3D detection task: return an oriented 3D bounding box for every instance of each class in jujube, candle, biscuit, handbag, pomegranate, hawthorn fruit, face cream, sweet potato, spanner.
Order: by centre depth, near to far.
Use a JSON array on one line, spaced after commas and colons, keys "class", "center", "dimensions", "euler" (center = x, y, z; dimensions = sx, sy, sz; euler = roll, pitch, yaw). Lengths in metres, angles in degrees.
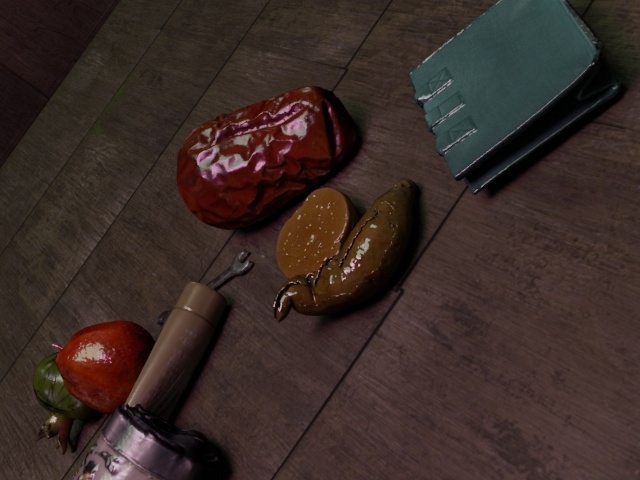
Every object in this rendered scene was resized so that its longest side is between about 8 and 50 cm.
[{"class": "handbag", "center": [0.282, -0.230, 1.360], "dimensions": [0.274, 0.100, 0.268], "euler": [-40, 40, 19]}, {"class": "sweet potato", "center": [0.059, 0.028, 1.390], "dimensions": [0.310, 0.098, 0.124], "euler": [-46, 42, -6]}, {"class": "candle", "center": [-0.307, 0.415, 1.400], "dimensions": [0.330, 0.187, 0.187], "euler": [-57, 35, -4]}, {"class": "biscuit", "center": [0.003, 0.001, 1.519], "dimensions": [0.170, 0.050, 0.170], "euler": [-24, 53, 36]}, {"class": "face cream", "center": [-0.267, 0.235, 1.577], "dimensions": [0.084, 0.137, 0.341], "euler": [15, 65, 22]}, {"class": "hawthorn fruit", "center": [-0.375, 0.225, 1.648], "dimensions": [0.179, 0.173, 0.173], "euler": [-8, 53, 29]}, {"class": "jujube", "center": [-0.101, -0.153, 1.662], "dimensions": [0.342, 0.216, 0.216], "euler": [-24, 42, 18]}, {"class": "spanner", "center": [-0.220, 0.098, 1.720], "dimensions": [0.254, 0.015, 0.054], "euler": [-36, 40, 23]}, {"class": "pomegranate", "center": [-0.486, 0.303, 1.753], "dimensions": [0.152, 0.131, 0.191], "euler": [10, 75, 49]}]
